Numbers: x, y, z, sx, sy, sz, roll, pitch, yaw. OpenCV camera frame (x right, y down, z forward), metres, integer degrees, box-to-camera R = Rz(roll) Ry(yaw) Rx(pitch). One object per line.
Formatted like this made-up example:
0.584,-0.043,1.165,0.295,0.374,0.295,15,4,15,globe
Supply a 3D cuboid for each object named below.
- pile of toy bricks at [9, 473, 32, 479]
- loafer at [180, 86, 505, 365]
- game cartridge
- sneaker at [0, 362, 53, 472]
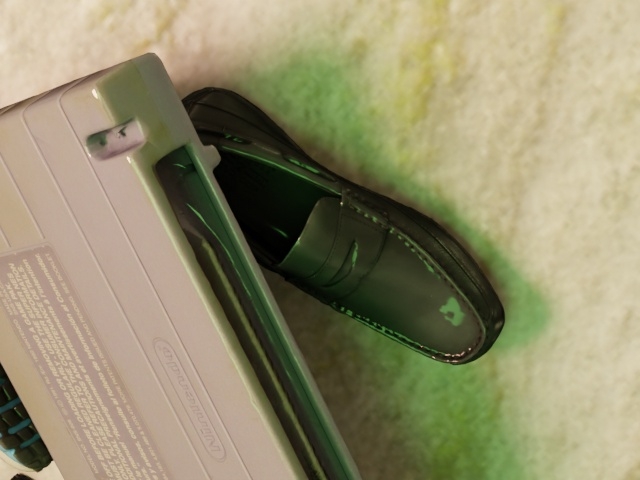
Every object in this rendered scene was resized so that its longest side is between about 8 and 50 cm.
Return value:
-0.247,0.212,1.042,0.212,0.105,0.118,26,117,7,pile of toy bricks
0.000,0.000,0.887,0.223,0.078,0.076,36,118,3,loafer
-0.092,0.080,0.916,0.230,0.068,0.355,-8,111,52,game cartridge
-0.237,0.072,1.014,0.190,0.071,0.083,52,131,-3,sneaker
